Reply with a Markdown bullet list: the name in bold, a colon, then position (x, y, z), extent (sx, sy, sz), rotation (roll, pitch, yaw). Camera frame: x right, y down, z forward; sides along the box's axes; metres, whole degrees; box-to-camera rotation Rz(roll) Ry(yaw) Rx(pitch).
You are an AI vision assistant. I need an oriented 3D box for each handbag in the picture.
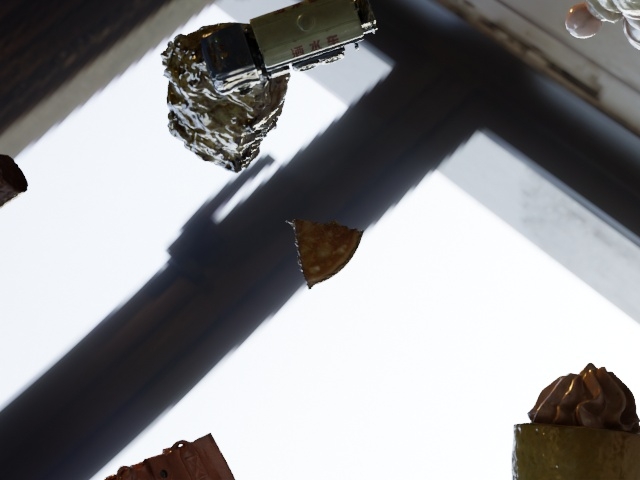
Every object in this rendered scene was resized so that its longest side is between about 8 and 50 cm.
- **handbag**: position (-0.189, 0.342, 1.743), extent (0.059, 0.157, 0.212), rotation (-29, -6, 40)

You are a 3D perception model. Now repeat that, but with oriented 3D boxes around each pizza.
- **pizza**: position (0.014, 0.007, 1.886), extent (0.099, 0.100, 0.029), rotation (-16, 1, 0)

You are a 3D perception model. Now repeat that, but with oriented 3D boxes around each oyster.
- **oyster**: position (-0.147, -0.227, 2.076), extent (0.204, 0.111, 0.396), rotation (10, -33, -9)

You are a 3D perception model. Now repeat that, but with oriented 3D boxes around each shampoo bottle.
- **shampoo bottle**: position (-0.478, -0.030, 1.753), extent (0.236, 0.067, 0.068), rotation (-31, 10, 19)

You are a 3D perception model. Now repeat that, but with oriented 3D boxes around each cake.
- **cake**: position (0.347, 0.248, 1.745), extent (0.185, 0.207, 0.178), rotation (144, 143, -79)

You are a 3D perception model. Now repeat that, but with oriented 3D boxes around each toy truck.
- **toy truck**: position (-0.035, -0.230, 1.577), extent (0.201, 0.074, 0.088), rotation (-19, -5, -2)

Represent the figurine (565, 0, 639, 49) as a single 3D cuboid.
- **figurine**: position (0.335, -0.284, 1.392), extent (0.256, 0.182, 0.145), rotation (10, -104, -75)
